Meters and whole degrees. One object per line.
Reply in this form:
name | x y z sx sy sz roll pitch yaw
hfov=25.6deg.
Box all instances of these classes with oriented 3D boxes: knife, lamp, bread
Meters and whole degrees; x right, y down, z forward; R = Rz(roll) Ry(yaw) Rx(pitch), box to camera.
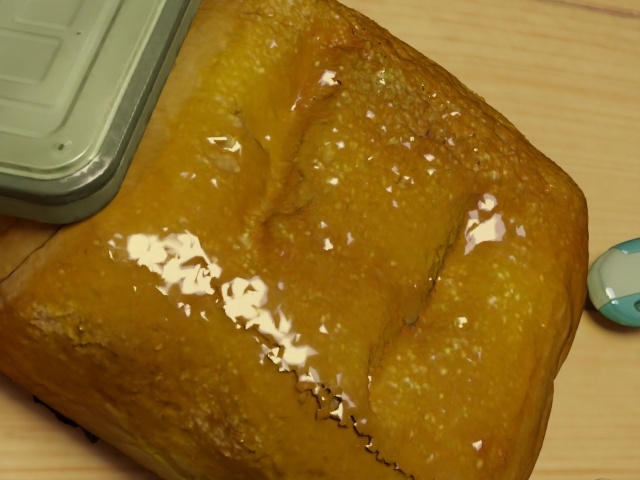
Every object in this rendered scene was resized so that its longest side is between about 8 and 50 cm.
knife | 0.268 0.021 1.009 0.222 0.031 0.064 -10 67 -37
lamp | -0.195 -0.140 0.738 0.267 0.047 0.269 11 56 10
bread | 0.004 -0.003 0.794 0.337 0.148 0.328 37 53 -9

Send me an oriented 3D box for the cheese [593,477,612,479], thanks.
cheese | 0.242 0.200 0.891 0.194 0.043 0.065 20 56 -20
